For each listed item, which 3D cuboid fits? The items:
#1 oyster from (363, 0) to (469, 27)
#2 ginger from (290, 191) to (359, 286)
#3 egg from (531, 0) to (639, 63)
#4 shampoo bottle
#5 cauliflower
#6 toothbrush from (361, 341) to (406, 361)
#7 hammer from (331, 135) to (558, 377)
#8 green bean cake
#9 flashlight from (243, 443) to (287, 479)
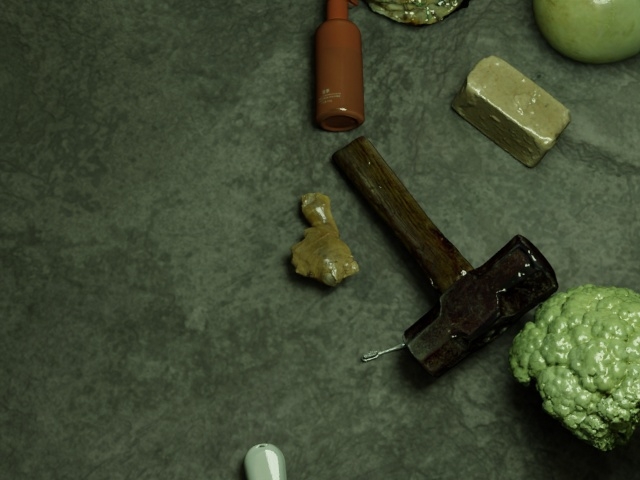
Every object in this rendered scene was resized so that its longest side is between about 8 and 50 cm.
[{"bbox_3d":[0.143,-0.470,2.050,0.259,0.092,0.198,25,78,13],"label":"oyster"},{"bbox_3d":[-0.008,0.003,1.906,0.096,0.067,0.165,-17,61,-10],"label":"ginger"},{"bbox_3d":[0.487,-0.407,2.004,0.295,0.218,0.218,-18,74,-23],"label":"egg"},{"bbox_3d":[0.031,-0.302,2.000,0.085,0.085,0.244,3,70,-4],"label":"shampoo bottle"},{"bbox_3d":[0.421,0.200,1.789,0.275,0.250,0.272,-31,33,-27],"label":"cauliflower"},{"bbox_3d":[0.142,0.157,1.893,0.167,0.014,0.011,-17,65,-11],"label":"toothbrush"},{"bbox_3d":[0.157,-0.009,1.885,0.242,0.095,0.409,-43,62,13],"label":"hammer"},{"bbox_3d":[0.310,-0.209,1.978,0.179,0.109,0.085,38,73,8],"label":"green bean cake"},{"bbox_3d":[-0.072,0.396,1.781,0.093,0.047,0.201,-8,70,-8],"label":"flashlight"}]
